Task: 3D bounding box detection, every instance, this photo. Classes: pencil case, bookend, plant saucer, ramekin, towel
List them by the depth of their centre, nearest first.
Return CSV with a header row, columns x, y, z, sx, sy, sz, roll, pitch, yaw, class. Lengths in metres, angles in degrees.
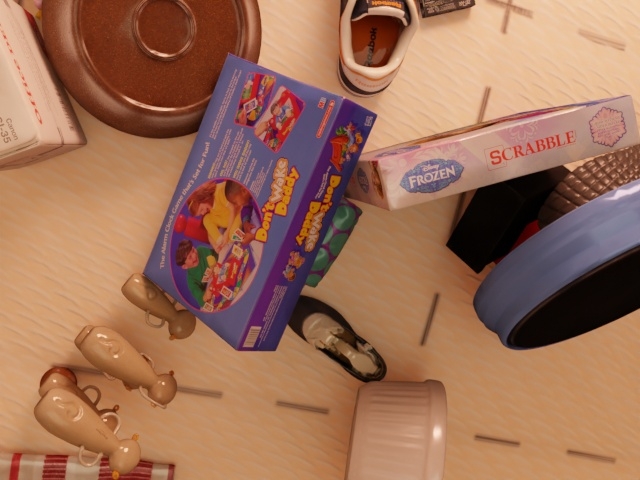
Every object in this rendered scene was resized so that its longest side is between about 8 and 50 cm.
x,y,z,sx,sy,sz,roll,pitch,yaw,class
-0.220,-0.295,0.967,0.310,0.050,0.311,-7,106,-23,plant saucer
0.104,0.335,1.044,0.127,0.273,0.273,8,97,4,ramekin
0.000,0.000,1.076,0.070,0.064,0.152,31,92,-29,pencil case
0.299,-0.047,1.094,0.157,0.072,0.156,-22,146,-39,bookend
-0.406,0.451,1.096,0.329,0.037,0.237,7,95,-11,towel

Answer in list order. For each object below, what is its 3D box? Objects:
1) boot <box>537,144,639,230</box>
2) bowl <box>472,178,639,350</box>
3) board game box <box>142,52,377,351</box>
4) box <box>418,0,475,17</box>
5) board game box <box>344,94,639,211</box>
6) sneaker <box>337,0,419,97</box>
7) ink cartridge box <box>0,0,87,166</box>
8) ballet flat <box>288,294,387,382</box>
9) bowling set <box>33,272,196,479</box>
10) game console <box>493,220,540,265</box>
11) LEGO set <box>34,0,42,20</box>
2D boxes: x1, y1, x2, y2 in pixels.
x,y,z,sx,sy,sz,roll,pitch,yaw,class
0.499,-0.052,1.076,0.338,0.118,0.223,-34,137,-1,boot
0.410,0.041,0.990,0.391,0.391,0.077,-21,63,-5,bowl
-0.095,-0.056,0.960,0.078,0.233,0.347,12,105,-51,board game box
0.192,-0.386,1.075,0.083,0.018,0.067,-15,100,-6,box
0.202,-0.120,0.961,0.318,0.318,0.066,-15,98,-7,board game box
0.087,-0.374,1.009,0.126,0.127,0.321,0,96,-7,sneaker
-0.411,-0.199,0.879,0.117,0.283,0.207,-21,100,-5,ink cartridge box
0.027,0.158,1.100,0.203,0.074,0.074,40,91,-11,ballet flat
-0.308,0.207,1.031,0.154,0.200,0.287,41,48,-16,bowling set
0.357,0.029,1.158,0.144,0.085,0.124,-28,132,-3,game console
-0.352,-0.355,0.956,0.132,0.107,0.287,-17,99,-5,LEGO set
